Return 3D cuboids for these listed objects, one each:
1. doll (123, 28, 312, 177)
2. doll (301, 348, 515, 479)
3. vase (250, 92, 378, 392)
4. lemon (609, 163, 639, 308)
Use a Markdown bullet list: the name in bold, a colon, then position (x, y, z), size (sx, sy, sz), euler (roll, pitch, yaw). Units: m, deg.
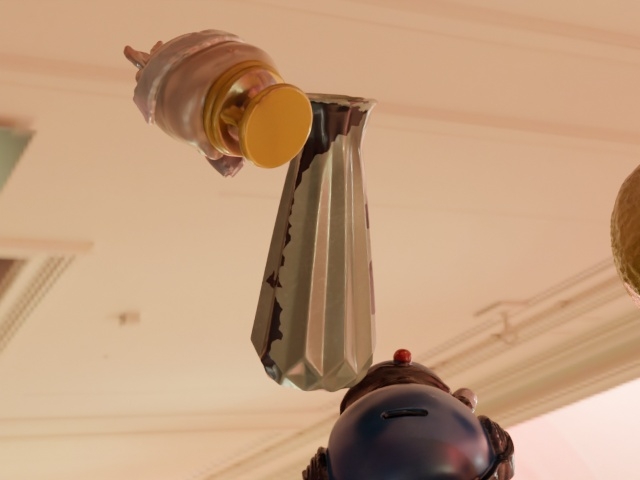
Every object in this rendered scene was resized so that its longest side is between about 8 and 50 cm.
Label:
- **doll**: position (-0.060, -0.074, 0.611), size (0.127, 0.073, 0.084), euler (32, -39, 41)
- **doll**: position (0.117, 0.293, 1.509), size (0.310, 0.284, 0.240), euler (-90, 173, -67)
- **vase**: position (0.000, 0.000, 1.378), size (0.165, 0.165, 0.360), euler (22, -69, 60)
- **lemon**: position (0.551, -0.002, 1.587), size (0.268, 0.268, 0.321), euler (-52, -162, 46)
